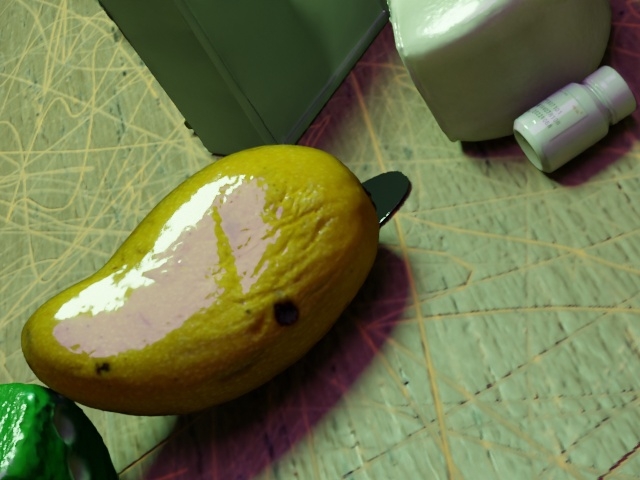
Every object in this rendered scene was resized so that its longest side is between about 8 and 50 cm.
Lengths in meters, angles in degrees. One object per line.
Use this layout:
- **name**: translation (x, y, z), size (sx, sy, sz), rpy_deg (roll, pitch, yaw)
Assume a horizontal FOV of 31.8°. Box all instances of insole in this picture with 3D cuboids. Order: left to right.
- **insole**: translation (0.000, 0.000, 0.973), size (0.188, 0.004, 0.064), rpy_deg (-36, 39, -2)

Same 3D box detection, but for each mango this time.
- **mango**: translation (-0.084, 0.039, 0.884), size (0.295, 0.120, 0.177), rpy_deg (-36, 66, -11)

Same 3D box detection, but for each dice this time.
- **dice**: translation (-0.235, 0.191, 0.845), size (0.131, 0.128, 0.120), rpy_deg (-24, 38, 15)

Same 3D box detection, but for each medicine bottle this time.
- **medicine bottle**: translation (0.202, -0.097, 0.894), size (0.089, 0.052, 0.052), rpy_deg (-34, 39, 0)

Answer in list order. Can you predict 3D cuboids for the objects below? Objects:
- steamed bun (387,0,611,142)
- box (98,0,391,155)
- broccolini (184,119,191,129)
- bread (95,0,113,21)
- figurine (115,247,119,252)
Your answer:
- **steamed bun**: translation (0.155, -0.216, 0.973), size (0.164, 0.146, 0.242), rpy_deg (-21, 41, 23)
- **box**: translation (-0.071, -0.235, 1.089), size (0.117, 0.225, 0.225), rpy_deg (11, 56, 41)
- **broccolini**: translation (-0.081, -0.208, 1.206), size (0.058, 0.067, 0.216), rpy_deg (9, 61, 30)
- **bread**: translation (-0.156, -0.392, 1.309), size (0.279, 0.225, 0.250), rpy_deg (-38, 40, -12)
- **figurine**: translation (-0.159, 0.052, 0.995), size (0.077, 0.079, 0.136), rpy_deg (-31, 16, 9)
